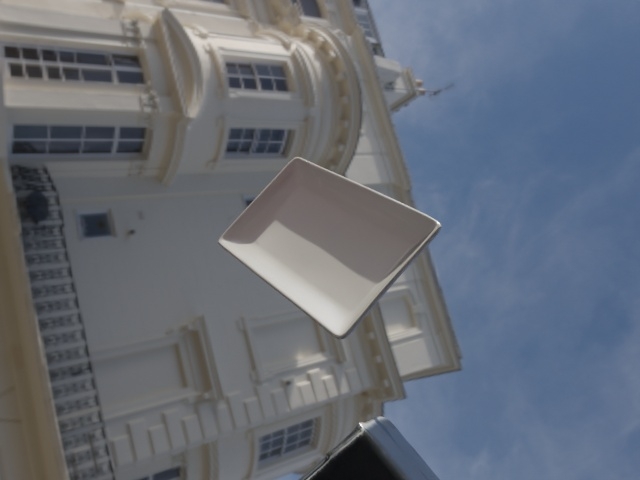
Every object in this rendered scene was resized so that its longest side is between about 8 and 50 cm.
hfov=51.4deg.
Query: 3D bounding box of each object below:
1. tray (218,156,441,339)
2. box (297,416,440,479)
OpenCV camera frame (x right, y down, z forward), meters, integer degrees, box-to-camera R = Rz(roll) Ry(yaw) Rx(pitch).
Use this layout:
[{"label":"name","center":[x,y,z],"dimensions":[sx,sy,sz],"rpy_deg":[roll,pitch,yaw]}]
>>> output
[{"label":"tray","center":[0.000,0.000,0.706],"dimensions":[0.145,0.030,0.270],"rpy_deg":[-47,-142,-9]},{"label":"box","center":[0.061,0.382,0.500],"dimensions":[0.293,0.212,0.395],"rpy_deg":[-41,-106,-1]}]
